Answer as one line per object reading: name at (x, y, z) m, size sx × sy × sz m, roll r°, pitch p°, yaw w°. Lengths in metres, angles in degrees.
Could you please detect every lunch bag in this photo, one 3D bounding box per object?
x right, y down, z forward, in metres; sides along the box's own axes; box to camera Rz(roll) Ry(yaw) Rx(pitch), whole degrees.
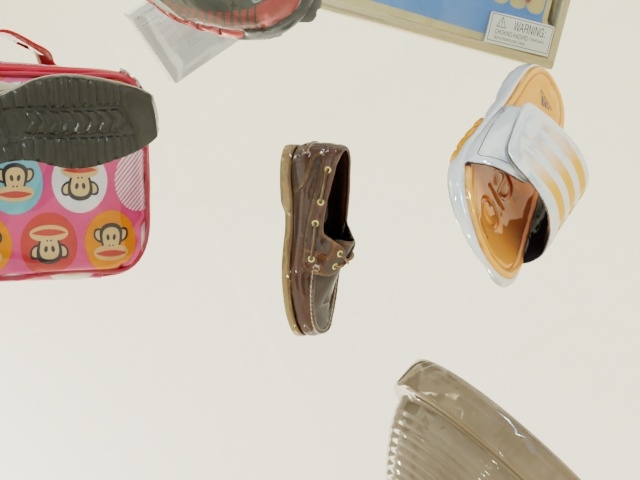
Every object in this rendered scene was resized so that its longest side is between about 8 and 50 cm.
lunch bag at (-0.319, -0.087, 1.721) m, size 0.120 × 0.293 × 0.258 m, roll 5°, pitch 96°, yaw 55°

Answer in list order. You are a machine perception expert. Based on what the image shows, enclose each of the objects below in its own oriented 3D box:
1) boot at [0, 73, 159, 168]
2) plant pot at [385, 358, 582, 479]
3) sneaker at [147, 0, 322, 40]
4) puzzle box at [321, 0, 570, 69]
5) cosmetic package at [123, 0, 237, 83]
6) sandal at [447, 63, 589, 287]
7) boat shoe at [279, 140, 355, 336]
boot at (-0.226, -0.109, 1.364) m, size 0.137 × 0.198 × 0.076 m, roll -87°, pitch -6°, yaw -72°
plant pot at (0.130, 0.213, 1.350) m, size 0.237 × 0.110 × 0.237 m, roll 42°, pitch 169°, yaw 10°
sneaker at (-0.126, -0.224, 1.128) m, size 0.276 × 0.097 × 0.135 m, roll 34°, pitch -177°, yaw 18°
puzzle box at (0.082, -0.326, 1.504) m, size 0.409 × 0.272 × 0.052 m, roll 9°, pitch -173°, yaw -35°
cosmetic package at (-0.103, -0.292, 1.960) m, size 0.099 × 0.239 × 0.060 m, roll 57°, pitch 174°, yaw -17°
sandal at (0.172, -0.073, 1.325) m, size 0.102 × 0.076 × 0.265 m, roll 55°, pitch -144°, yaw -23°
boat shoe at (0.000, 0.000, 1.742) m, size 0.073 × 0.073 × 0.207 m, roll -25°, pitch -65°, yaw -66°
